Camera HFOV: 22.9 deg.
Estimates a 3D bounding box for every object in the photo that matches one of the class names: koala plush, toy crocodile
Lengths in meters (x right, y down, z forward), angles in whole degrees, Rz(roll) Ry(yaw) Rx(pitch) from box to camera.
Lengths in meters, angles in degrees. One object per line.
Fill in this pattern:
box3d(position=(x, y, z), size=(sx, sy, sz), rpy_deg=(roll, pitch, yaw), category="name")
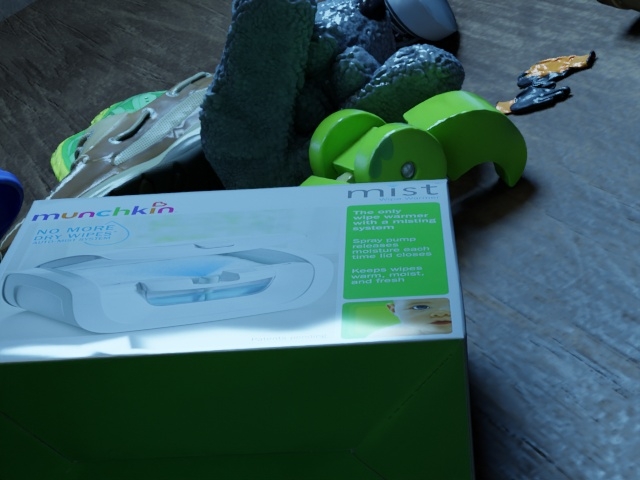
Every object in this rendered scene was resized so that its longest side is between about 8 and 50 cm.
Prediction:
box3d(position=(0.003, -0.137, 1.325), size=(0.203, 0.196, 0.221), rpy_deg=(-60, 5, 28), category="koala plush")
box3d(position=(0.000, 0.000, 1.150), size=(0.340, 0.105, 0.115), rpy_deg=(-39, 23, -12), category="toy crocodile")

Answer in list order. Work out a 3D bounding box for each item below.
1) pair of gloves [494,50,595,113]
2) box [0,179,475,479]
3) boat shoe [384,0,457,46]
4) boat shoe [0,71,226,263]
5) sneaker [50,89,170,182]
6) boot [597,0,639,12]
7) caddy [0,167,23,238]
box3d(position=(0.185, -0.131, 1.313), size=(0.074, 0.010, 0.083), rpy_deg=(-11, 29, 39), category="pair of gloves")
box3d(position=(-0.049, 0.067, 0.889), size=(0.262, 0.127, 0.231), rpy_deg=(-3, 23, 4), category="box")
box3d(position=(0.062, -0.246, 1.595), size=(0.105, 0.113, 0.306), rpy_deg=(-33, 19, 10), category="boat shoe")
box3d(position=(-0.157, -0.051, 1.383), size=(0.120, 0.122, 0.324), rpy_deg=(26, 45, 32), category="boat shoe")
box3d(position=(-0.177, -0.087, 1.542), size=(0.123, 0.109, 0.295), rpy_deg=(-27, 20, 17), category="sneaker")
box3d(position=(0.368, -0.283, 1.333), size=(0.305, 0.112, 0.115), rpy_deg=(-42, 44, -20), category="boot")
box3d(position=(-0.434, -0.014, 1.514), size=(0.241, 0.179, 0.341), rpy_deg=(-42, -13, 16), category="caddy")
